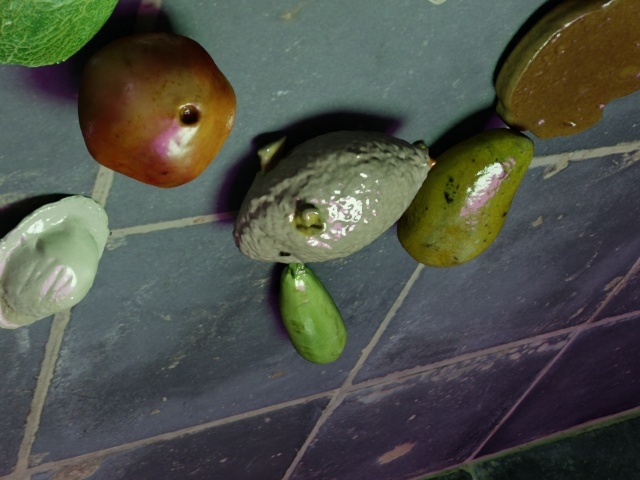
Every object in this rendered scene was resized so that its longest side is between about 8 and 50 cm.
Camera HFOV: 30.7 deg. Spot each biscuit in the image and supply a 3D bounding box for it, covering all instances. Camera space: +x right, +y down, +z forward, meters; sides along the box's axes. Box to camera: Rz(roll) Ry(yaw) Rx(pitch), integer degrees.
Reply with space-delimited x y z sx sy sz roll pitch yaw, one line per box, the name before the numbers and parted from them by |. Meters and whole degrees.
biscuit | 0.474 -0.313 2.034 0.381 0.074 0.359 -7 147 -38

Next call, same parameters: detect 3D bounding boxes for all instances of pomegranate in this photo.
pomegranate | -0.212 -0.169 1.521 0.209 0.209 0.209 -22 151 -13

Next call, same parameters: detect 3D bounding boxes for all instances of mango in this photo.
mango | 0.260 -0.074 2.119 0.176 0.176 0.329 -26 160 -34

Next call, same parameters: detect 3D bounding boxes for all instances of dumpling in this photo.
dumpling | -0.422 0.030 1.753 0.215 0.126 0.166 -29 136 7

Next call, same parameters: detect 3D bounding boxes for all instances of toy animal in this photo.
toy animal | 0.022 -0.074 1.901 0.358 0.188 0.226 -27 157 -5

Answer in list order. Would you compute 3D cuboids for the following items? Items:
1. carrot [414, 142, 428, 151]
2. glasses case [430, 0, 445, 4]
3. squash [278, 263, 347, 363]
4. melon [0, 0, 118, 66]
carrot | 0.169 -0.141 2.091 0.032 0.032 0.093 -13 151 -27
glasses case | 0.164 -0.371 1.713 0.032 0.021 0.083 -42 149 21
squash | -0.023 0.144 2.295 0.118 0.118 0.371 -27 151 -3
melon | -0.285 -0.333 1.271 0.196 0.124 0.323 -7 148 -47
